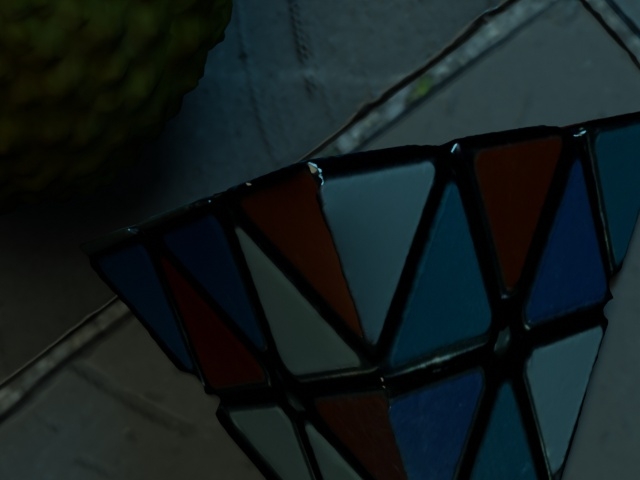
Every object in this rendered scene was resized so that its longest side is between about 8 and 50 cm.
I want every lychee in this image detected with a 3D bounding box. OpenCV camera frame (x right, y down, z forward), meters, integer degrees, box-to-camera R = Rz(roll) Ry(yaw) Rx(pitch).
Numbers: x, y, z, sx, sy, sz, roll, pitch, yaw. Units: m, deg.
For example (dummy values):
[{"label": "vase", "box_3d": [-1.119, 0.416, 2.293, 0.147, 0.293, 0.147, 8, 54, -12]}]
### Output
[{"label": "lychee", "box_3d": [-0.162, -0.139, 0.800, 0.270, 0.320, 0.270, -1, 54, 1]}]

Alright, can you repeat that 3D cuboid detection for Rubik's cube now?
[{"label": "Rubik's cube", "box_3d": [0.000, 0.000, 0.824, 0.234, 0.284, 0.250, 10, 48, 36]}]
